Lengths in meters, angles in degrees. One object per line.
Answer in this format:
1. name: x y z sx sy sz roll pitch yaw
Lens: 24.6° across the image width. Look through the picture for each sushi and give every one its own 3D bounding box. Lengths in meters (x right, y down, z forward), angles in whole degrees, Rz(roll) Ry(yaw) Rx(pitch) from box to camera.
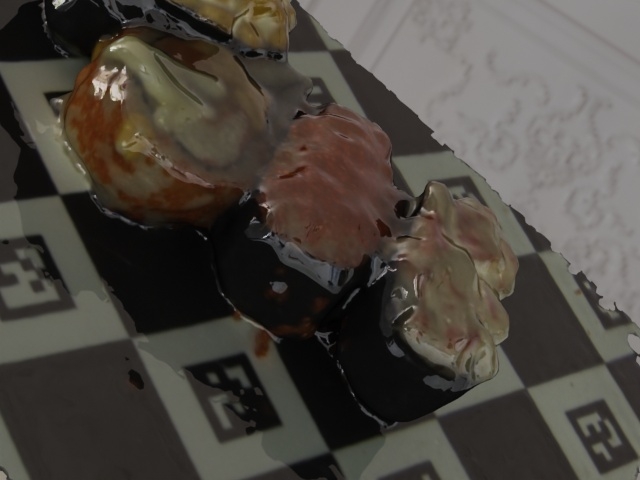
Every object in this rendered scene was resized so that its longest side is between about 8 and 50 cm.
1. sushi: 0.000 0.000 0.449 0.290 0.050 0.264 45 -141 -2
